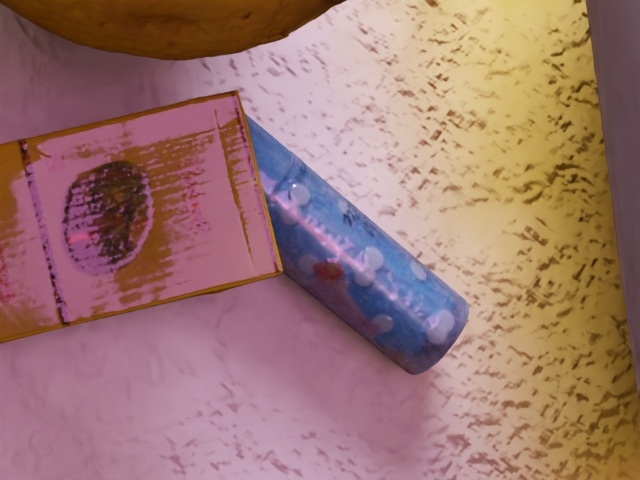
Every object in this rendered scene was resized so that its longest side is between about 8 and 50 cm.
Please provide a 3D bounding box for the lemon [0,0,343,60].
[{"bbox_3d":[-0.078,-0.196,0.736,0.254,0.228,0.228,26,70,-17],"label":"lemon"}]

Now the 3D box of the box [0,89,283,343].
[{"bbox_3d":[-0.101,-0.008,0.776,0.155,0.023,0.086,-13,84,-7],"label":"box"}]

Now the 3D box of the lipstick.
[{"bbox_3d":[0.000,0.000,0.839,0.158,0.048,0.048,40,66,-15],"label":"lipstick"}]

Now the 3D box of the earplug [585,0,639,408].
[{"bbox_3d":[0.284,-0.102,0.852,0.313,0.313,0.394,-4,82,-27],"label":"earplug"}]
